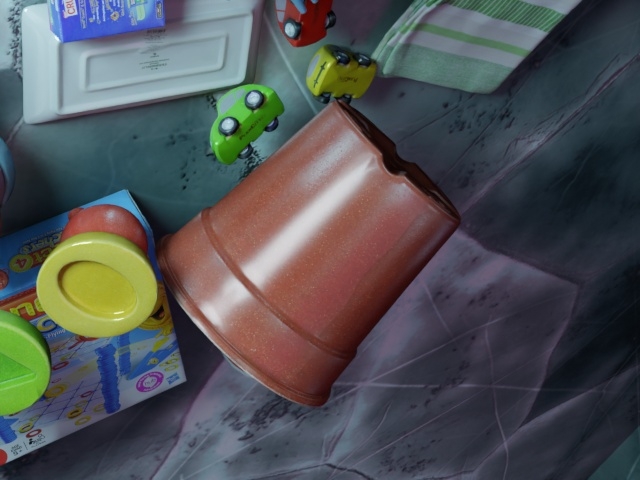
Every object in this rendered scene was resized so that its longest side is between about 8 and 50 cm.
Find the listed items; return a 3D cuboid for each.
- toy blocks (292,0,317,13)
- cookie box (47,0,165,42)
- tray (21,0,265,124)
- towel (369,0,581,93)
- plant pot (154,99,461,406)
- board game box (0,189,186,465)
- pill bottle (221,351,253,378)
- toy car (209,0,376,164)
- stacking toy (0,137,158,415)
[{"bbox_3d":[-0.077,-0.277,1.064,0.123,0.054,0.148,-6,142,28],"label":"toy blocks"},{"bbox_3d":[-0.208,-0.246,1.042,0.107,0.040,0.091,-15,125,-27],"label":"cookie box"},{"bbox_3d":[-0.178,-0.196,1.147,0.270,0.030,0.145,-14,138,-27],"label":"tray"},{"bbox_3d":[0.231,-0.295,1.294,0.248,0.038,0.325,2,144,-41],"label":"towel"},{"bbox_3d":[0.000,0.000,1.237,0.265,0.272,0.272,-46,143,12],"label":"plant pot"},{"bbox_3d":[-0.336,0.120,1.321,0.308,0.086,0.302,-24,142,-16],"label":"board game box"},{"bbox_3d":[-0.049,0.076,1.470,0.124,0.124,0.221,-3,133,-36],"label":"pill bottle"},{"bbox_3d":[-0.048,-0.181,1.208,0.225,0.053,0.239,-45,152,-7],"label":"toy car"},{"bbox_3d":[-0.351,0.022,1.133,0.309,0.130,0.279,34,114,-24],"label":"stacking toy"}]
